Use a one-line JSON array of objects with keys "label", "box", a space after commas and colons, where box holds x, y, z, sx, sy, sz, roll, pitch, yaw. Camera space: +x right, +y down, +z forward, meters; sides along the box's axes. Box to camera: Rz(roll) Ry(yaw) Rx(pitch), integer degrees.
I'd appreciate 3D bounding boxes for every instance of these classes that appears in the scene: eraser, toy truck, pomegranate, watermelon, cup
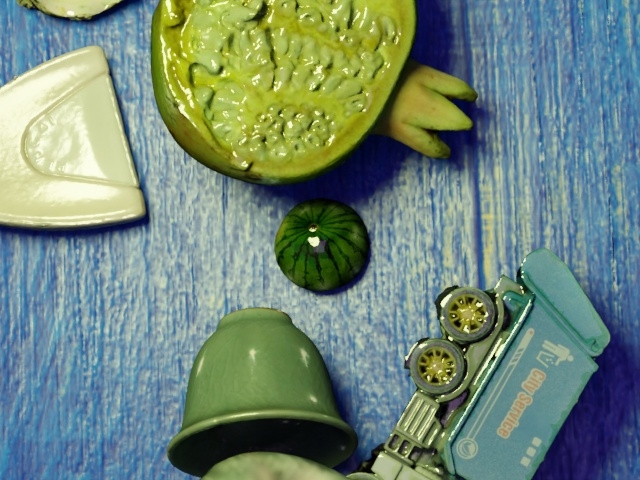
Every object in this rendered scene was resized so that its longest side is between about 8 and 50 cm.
[{"label": "eraser", "box": [-0.332, -0.091, 1.954, 0.243, 0.059, 0.204, -15, 81, 3]}, {"label": "toy truck", "box": [0.154, 0.179, 1.802, 0.175, 0.146, 0.367, 31, 88, 8]}, {"label": "pomegranate", "box": [-0.015, -0.194, 1.859, 0.358, 0.216, 0.310, 25, 85, -19]}, {"label": "watermelon", "box": [0.000, 0.000, 1.891, 0.105, 0.062, 0.105, -1, 74, 4]}, {"label": "cup", "box": [-0.064, 0.153, 1.836, 0.199, 0.199, 0.150, -8, 63, 7]}]

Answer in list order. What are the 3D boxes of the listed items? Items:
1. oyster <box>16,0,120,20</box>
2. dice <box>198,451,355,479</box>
[{"label": "oyster", "box": [-0.296, -0.328, 1.960, 0.191, 0.081, 0.163, 35, 112, -18]}, {"label": "dice", "box": [-0.055, 0.426, 1.631, 0.330, 0.328, 0.348, 32, 119, 8]}]
